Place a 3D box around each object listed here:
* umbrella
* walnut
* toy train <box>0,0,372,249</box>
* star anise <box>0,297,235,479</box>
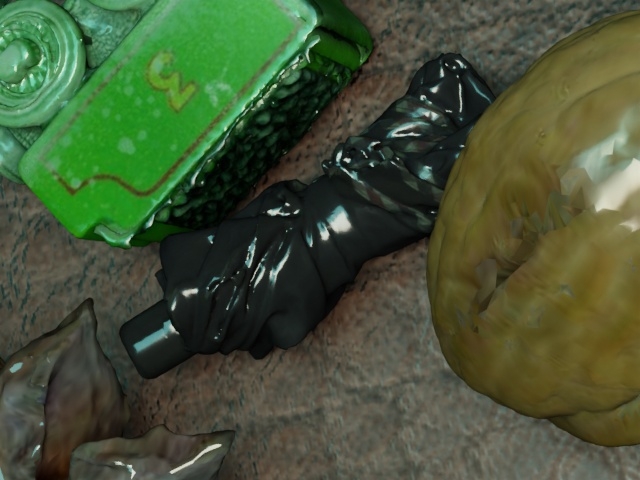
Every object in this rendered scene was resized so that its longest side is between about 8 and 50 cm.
[{"bbox_3d":[0.001,-0.001,1.198,0.272,0.122,0.110,-35,90,6],"label":"umbrella"},{"bbox_3d":[0.173,-0.002,1.066,0.225,0.225,0.261,45,133,21],"label":"walnut"},{"bbox_3d":[-0.101,-0.109,1.248,0.243,0.132,0.188,-46,72,12],"label":"toy train"},{"bbox_3d":[-0.172,0.189,1.214,0.332,0.117,0.331,6,102,31],"label":"star anise"}]
